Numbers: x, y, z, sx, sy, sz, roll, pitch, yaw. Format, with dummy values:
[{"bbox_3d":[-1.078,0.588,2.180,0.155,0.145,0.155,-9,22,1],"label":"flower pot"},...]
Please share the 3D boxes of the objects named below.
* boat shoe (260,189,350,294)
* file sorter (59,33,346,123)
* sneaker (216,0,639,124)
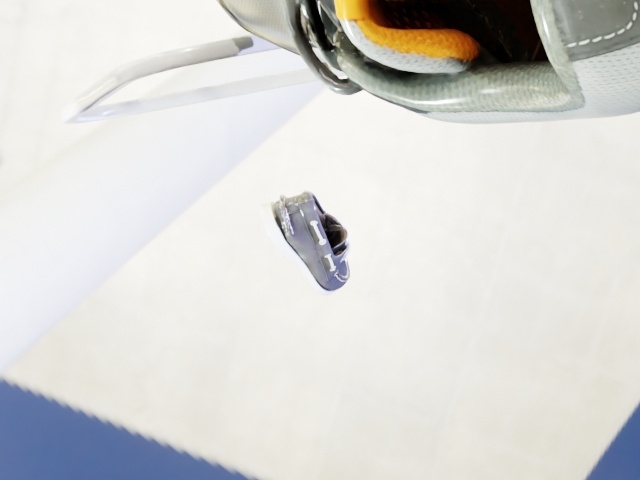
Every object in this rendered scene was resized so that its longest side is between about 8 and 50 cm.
[{"bbox_3d":[0.000,0.000,1.212,0.038,0.125,0.046,-22,-120,13],"label":"boat shoe"},{"bbox_3d":[-0.036,-0.192,0.694,0.173,0.193,0.278,-13,-89,-16],"label":"file sorter"},{"bbox_3d":[0.025,-0.081,0.470,0.271,0.108,0.100,12,-56,61],"label":"sneaker"}]
